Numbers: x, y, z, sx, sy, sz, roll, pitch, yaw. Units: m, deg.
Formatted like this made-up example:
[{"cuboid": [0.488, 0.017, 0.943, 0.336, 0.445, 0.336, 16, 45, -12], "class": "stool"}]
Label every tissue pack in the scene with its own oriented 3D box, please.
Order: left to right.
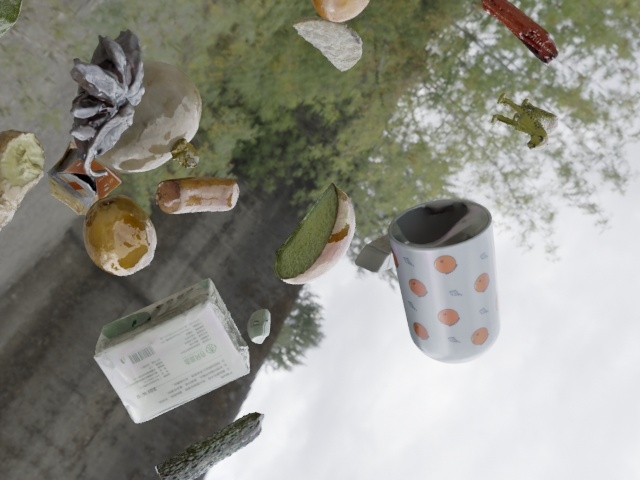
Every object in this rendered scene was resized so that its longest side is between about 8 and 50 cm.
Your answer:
[{"cuboid": [-0.408, 0.306, 1.906, 0.357, 0.266, 0.194, -25, -161, 1], "class": "tissue pack"}]

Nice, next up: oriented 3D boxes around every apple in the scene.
[{"cuboid": [0.000, 0.000, 2.118, 0.346, 0.179, 0.254, -52, -175, 17], "class": "apple"}]

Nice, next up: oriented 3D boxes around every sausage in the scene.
[{"cuboid": [-0.328, -0.123, 1.862, 0.109, 0.108, 0.271, -45, 160, 29], "class": "sausage"}]

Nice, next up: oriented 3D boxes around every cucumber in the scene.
[{"cuboid": [-0.312, 0.619, 2.036, 0.360, 0.096, 0.096, -24, 179, -24], "class": "cucumber"}]

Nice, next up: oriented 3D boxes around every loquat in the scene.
[{"cuboid": [-0.569, -0.015, 1.929, 0.193, 0.238, 0.238, -35, -176, -23], "class": "loquat"}]

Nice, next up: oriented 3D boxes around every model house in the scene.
[{"cuboid": [-0.718, -0.194, 2.168, 0.136, 0.219, 0.207, -1, -127, 39], "class": "model house"}]

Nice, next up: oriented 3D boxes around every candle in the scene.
[{"cuboid": [0.483, -0.554, 1.722, 0.059, 0.301, 0.084, -38, 162, -13], "class": "candle"}]

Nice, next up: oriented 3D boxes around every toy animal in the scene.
[{"cuboid": [0.452, -0.245, 1.446, 0.181, 0.136, 0.073, -9, 129, -50], "class": "toy animal"}]

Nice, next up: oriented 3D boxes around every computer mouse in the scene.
[{"cuboid": [-0.185, 0.253, 2.022, 0.181, 0.056, 0.089, 133, -45, -67], "class": "computer mouse"}]

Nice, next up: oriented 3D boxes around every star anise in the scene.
[{"cuboid": [-0.451, -0.297, 1.490, 0.315, 0.139, 0.359, -63, 179, -8], "class": "star anise"}]

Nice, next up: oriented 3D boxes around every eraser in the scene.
[{"cuboid": [0.221, 0.023, 2.081, 0.352, 0.089, 0.061, -21, 127, -56], "class": "eraser"}]

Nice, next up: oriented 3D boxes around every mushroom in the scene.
[{"cuboid": [-0.508, -0.340, 1.998, 0.362, 0.362, 0.294, -55, 147, -15], "class": "mushroom"}]

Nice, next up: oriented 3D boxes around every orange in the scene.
[{"cuboid": [0.047, -0.547, 1.467, 0.156, 0.124, 0.156, 13, 90, -71], "class": "orange"}]

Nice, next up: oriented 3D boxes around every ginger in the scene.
[{"cuboid": [-0.684, -0.117, 1.461, 0.221, 0.130, 0.275, 51, -60, 40], "class": "ginger"}]

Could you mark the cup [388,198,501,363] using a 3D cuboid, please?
[{"cuboid": [0.275, 0.099, 1.473, 0.213, 0.317, 0.212, -11, -153, 5], "class": "cup"}]

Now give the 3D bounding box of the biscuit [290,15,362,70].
[{"cuboid": [0.042, -0.545, 1.866, 0.133, 0.250, 0.032, -11, -114, 34], "class": "biscuit"}]

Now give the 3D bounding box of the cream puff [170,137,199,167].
[{"cuboid": [-0.376, -0.237, 1.895, 0.058, 0.083, 0.083, -23, 180, 22], "class": "cream puff"}]

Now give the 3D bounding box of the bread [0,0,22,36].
[{"cuboid": [-0.899, -0.688, 1.723, 0.366, 0.382, 0.129, -46, 165, 24], "class": "bread"}]
